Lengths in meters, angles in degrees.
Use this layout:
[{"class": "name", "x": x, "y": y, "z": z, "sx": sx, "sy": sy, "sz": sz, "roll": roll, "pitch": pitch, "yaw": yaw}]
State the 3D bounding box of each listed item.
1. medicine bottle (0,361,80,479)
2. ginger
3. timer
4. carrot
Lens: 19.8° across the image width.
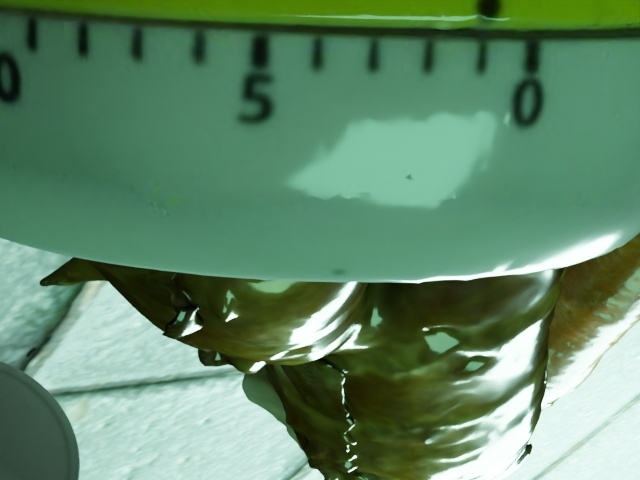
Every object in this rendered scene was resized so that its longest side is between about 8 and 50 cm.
[{"class": "medicine bottle", "x": -0.227, "y": 0.176, "z": 1.052, "sx": 0.133, "sy": 0.133, "sz": 0.249, "roll": -10, "pitch": 153, "yaw": -27}, {"class": "ginger", "x": 0.000, "y": 0.000, "z": 0.838, "sx": 0.254, "sy": 0.176, "sz": 0.418, "roll": -16, "pitch": 151, "yaw": -8}, {"class": "timer", "x": -0.004, "y": -0.140, "z": 0.516, "sx": 0.285, "sy": 0.285, "sz": 0.285, "roll": -19, "pitch": 156, "yaw": -9}, {"class": "carrot", "x": 0.160, "y": 0.045, "z": 1.188, "sx": 0.087, "sy": 0.087, "sz": 0.193, "roll": -6, "pitch": 149, "yaw": -34}]
